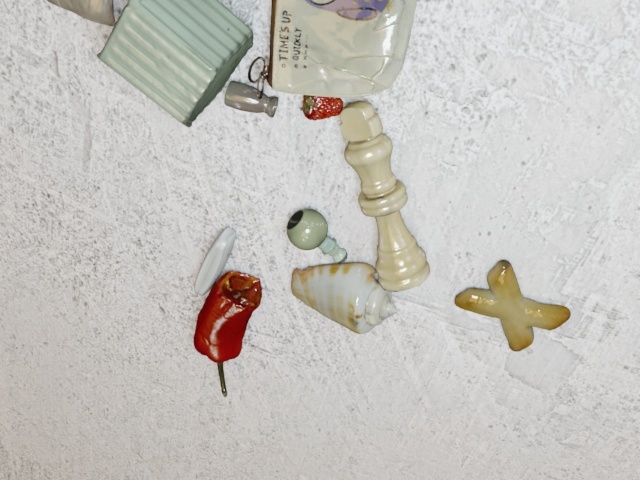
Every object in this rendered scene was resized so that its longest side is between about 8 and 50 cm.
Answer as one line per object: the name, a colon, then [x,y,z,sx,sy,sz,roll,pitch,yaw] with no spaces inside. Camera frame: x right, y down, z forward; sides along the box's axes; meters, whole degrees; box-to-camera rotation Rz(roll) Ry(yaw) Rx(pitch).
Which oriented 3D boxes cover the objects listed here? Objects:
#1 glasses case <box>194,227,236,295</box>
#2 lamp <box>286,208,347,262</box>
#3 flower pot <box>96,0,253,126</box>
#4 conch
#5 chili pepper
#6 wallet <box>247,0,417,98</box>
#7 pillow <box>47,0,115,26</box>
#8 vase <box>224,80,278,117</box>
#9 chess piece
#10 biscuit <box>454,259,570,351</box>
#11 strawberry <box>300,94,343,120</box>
glasses case: [-0.249,0.051,1.381,0.049,0.076,0.197,29,123,-3]
lamp: [0.000,0.000,1.291,0.091,0.091,0.163,-33,123,28]
flower pot: [-0.254,-0.344,1.058,0.190,0.209,0.239,39,121,-11]
conch: [0.049,0.137,1.330,0.255,0.127,0.158,2,122,13]
chili pepper: [-0.251,0.231,1.457,0.131,0.134,0.338,14,126,-15]
wallet: [0.025,-0.398,1.022,0.275,0.068,0.335,10,112,3]
pillow: [-0.458,-0.546,1.068,0.173,0.067,0.270,16,123,10]
vase: [-0.136,-0.279,1.164,0.101,0.053,0.053,18,124,-2]
chess piece: [0.122,-0.088,1.183,0.117,0.117,0.397,-10,117,19]
biscuit: [0.422,0.152,1.297,0.208,0.047,0.164,37,123,-11]
strawberry: [0.003,-0.266,1.137,0.083,0.073,0.073,-2,129,-29]
